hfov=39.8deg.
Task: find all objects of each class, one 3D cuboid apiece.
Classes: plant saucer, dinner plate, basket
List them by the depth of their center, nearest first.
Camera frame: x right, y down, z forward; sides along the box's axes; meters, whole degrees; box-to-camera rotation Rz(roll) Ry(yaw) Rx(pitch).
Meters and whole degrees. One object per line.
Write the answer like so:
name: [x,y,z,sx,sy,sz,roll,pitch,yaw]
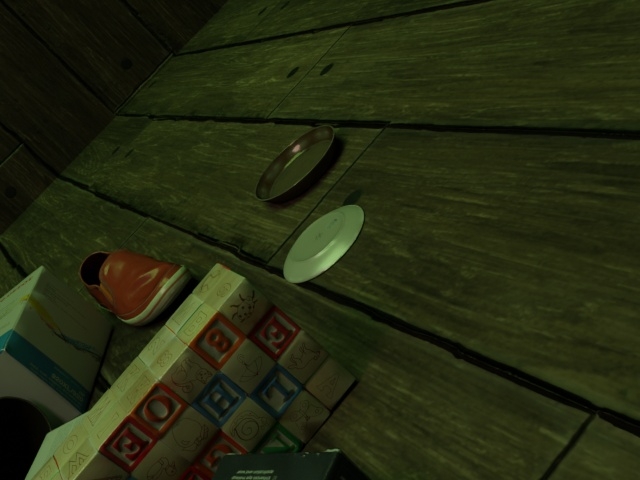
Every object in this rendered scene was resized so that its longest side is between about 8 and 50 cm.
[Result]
dinner plate: [0.000,0.000,1.198,0.141,0.017,0.141,-33,26,19]
basket: [-0.526,0.353,1.290,0.227,0.154,0.204,-32,20,34]
plant saucer: [-0.035,-0.118,1.428,0.168,0.029,0.168,-35,26,20]

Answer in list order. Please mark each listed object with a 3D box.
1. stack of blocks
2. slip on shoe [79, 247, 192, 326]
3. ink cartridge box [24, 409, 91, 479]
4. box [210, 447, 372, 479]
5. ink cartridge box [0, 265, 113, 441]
stack of blocks: [-0.128,0.193,0.891,0.297,0.171,0.087,-49,24,-10]
slip on shoe: [-0.321,0.068,1.485,0.123,0.101,0.331,-52,26,-21]
ink cartridge box: [-0.299,0.317,1.095,0.239,0.060,0.275,-29,27,27]
box: [-0.040,0.265,0.732,0.156,0.093,0.158,-16,35,46]
ink cartridge box: [-0.472,0.195,1.428,0.171,0.168,0.232,-34,26,19]
